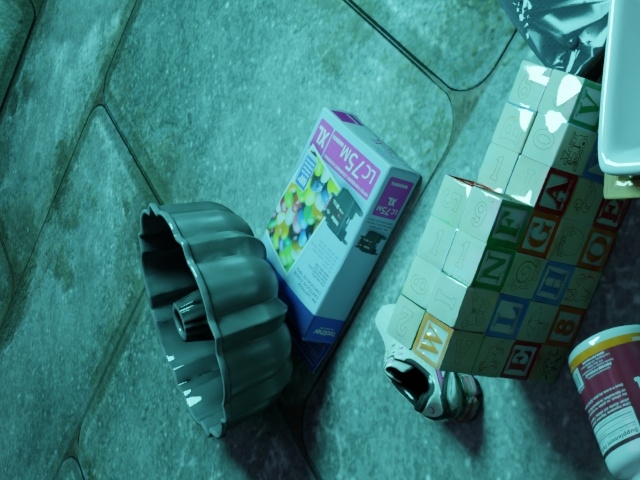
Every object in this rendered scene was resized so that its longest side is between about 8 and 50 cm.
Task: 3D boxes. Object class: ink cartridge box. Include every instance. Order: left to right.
[{"bbox_3d":[0.000,0.000,1.363,0.186,0.065,0.311,48,121,48],"label":"ink cartridge box"}]

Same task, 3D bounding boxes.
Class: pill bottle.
[{"bbox_3d":[0.285,0.159,0.911,0.086,0.086,0.152,-43,50,39],"label":"pill bottle"}]

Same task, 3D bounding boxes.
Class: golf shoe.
[{"bbox_3d":[0.105,0.130,1.163,0.067,0.086,0.186,-63,37,22],"label":"golf shoe"}]

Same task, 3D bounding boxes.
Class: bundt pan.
[{"bbox_3d":[-0.138,0.094,1.397,0.331,0.124,0.331,48,147,46],"label":"bundt pan"}]

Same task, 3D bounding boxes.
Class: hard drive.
[{"bbox_3d":[0.268,-0.295,1.083,0.172,0.054,0.255,-50,45,34],"label":"hard drive"}]

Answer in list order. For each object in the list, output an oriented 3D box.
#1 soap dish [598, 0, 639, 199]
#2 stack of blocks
[{"bbox_3d":[0.376,-0.149,0.837,0.290,0.118,0.229,-2,79,51],"label":"soap dish"},{"bbox_3d":[0.200,-0.016,1.000,0.087,0.171,0.297,34,108,52],"label":"stack of blocks"}]
